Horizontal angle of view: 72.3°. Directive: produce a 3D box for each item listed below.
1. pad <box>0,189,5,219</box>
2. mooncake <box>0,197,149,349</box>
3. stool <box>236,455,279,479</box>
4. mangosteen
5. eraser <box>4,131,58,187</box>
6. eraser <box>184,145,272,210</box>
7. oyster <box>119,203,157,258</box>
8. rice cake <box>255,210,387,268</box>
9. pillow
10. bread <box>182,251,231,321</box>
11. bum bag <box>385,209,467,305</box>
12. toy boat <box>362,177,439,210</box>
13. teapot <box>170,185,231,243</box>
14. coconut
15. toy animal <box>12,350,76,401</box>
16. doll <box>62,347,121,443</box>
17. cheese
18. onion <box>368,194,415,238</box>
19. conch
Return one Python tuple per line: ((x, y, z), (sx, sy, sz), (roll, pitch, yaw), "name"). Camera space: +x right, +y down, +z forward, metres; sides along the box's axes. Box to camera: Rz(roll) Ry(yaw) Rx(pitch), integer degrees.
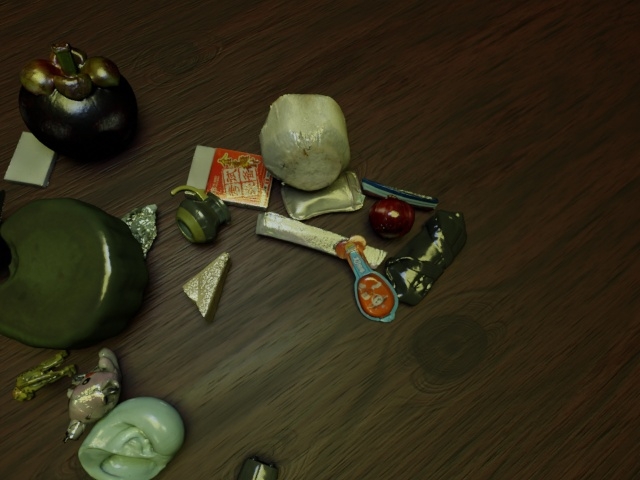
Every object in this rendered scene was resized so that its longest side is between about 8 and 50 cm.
((-0.813, -0.009, 1.043), (0.267, 0.004, 0.180), (-15, 69, 35), "pad")
((-0.577, 0.078, 1.017), (0.352, 0.187, 0.350), (-2, 78, 8), "mooncake")
((-0.146, 0.553, 0.991), (0.096, 0.096, 0.110), (19, 66, 0), "stool")
((-0.620, -0.368, 1.119), (0.275, 0.302, 0.274), (5, 58, -9), "mangosteen")
((-0.784, -0.222, 1.201), (0.104, 0.023, 0.150), (10, 72, -3), "eraser")
((-0.252, -0.177, 1.240), (0.231, 0.038, 0.157), (10, 72, -4), "eraser")
((-0.496, -0.016, 1.150), (0.125, 0.064, 0.177), (8, 73, -8), "oyster")
((0.000, 0.000, 1.201), (0.365, 0.056, 0.072), (17, 84, -2), "rice cake")
((0.008, -0.129, 1.254), (0.233, 0.038, 0.130), (-13, 74, -9), "pillow")
((-0.264, 0.118, 1.122), (0.152, 0.077, 0.105), (-41, 77, -13), "bread")
((0.298, 0.031, 1.215), (0.142, 0.079, 0.326), (42, 72, 4), "bum bag")
((0.226, -0.133, 1.270), (0.229, 0.080, 0.045), (14, 106, -2), "toy boat")
((-0.318, -0.074, 1.150), (0.119, 0.130, 0.165), (-40, 101, -31), "teapot")
((-0.045, -0.276, 1.186), (0.245, 0.244, 0.247), (-6, 55, -8), "coconut")
((-0.629, 0.311, 0.976), (0.136, 0.181, 0.073), (-30, 96, -27), "toy animal")
((-0.502, 0.335, 0.978), (0.149, 0.192, 0.095), (-44, 113, -1), "doll")
((0.124, 0.105, 1.164), (0.106, 0.037, 0.256), (-27, 93, 3), "cheese")
((0.196, -0.065, 1.211), (0.131, 0.131, 0.131), (2, 72, -6), "onion")
((-0.412, 0.448, 0.978), (0.221, 0.121, 0.184), (-16, 81, -3), "conch")
